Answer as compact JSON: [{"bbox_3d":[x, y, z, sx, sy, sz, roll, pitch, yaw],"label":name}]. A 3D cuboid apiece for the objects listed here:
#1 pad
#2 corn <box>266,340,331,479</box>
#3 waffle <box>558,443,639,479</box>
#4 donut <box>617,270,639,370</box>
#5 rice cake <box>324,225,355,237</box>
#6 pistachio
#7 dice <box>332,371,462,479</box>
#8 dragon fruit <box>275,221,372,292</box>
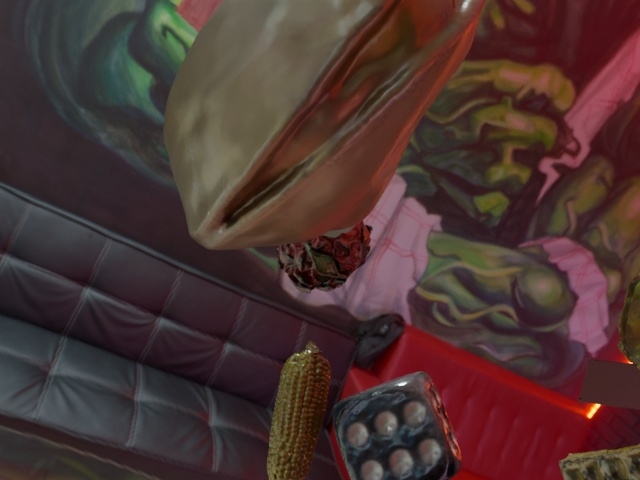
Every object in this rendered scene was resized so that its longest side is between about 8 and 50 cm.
[{"bbox_3d":[0.700,0.319,1.217,0.243,0.164,0.004,3,42,16],"label":"pad"},{"bbox_3d":[-0.039,0.313,1.013,0.097,0.262,0.097,10,-19,3],"label":"corn"},{"bbox_3d":[0.538,0.507,0.863,0.114,0.261,0.376,-7,66,-14],"label":"waffle"},{"bbox_3d":[0.722,0.142,1.059,0.160,0.330,0.330,39,7,-21],"label":"donut"},{"bbox_3d":[-0.043,-0.047,1.088,0.221,0.042,0.080,12,-25,-27],"label":"rice cake"},{"bbox_3d":[-0.012,-0.153,0.643,0.281,0.445,0.365,40,44,-15],"label":"pistachio"},{"bbox_3d":[0.136,0.343,0.994,0.181,0.182,0.183,68,11,14],"label":"dice"},{"bbox_3d":[0.000,0.000,1.318,0.234,0.234,0.293,31,10,-5],"label":"dragon fruit"}]
